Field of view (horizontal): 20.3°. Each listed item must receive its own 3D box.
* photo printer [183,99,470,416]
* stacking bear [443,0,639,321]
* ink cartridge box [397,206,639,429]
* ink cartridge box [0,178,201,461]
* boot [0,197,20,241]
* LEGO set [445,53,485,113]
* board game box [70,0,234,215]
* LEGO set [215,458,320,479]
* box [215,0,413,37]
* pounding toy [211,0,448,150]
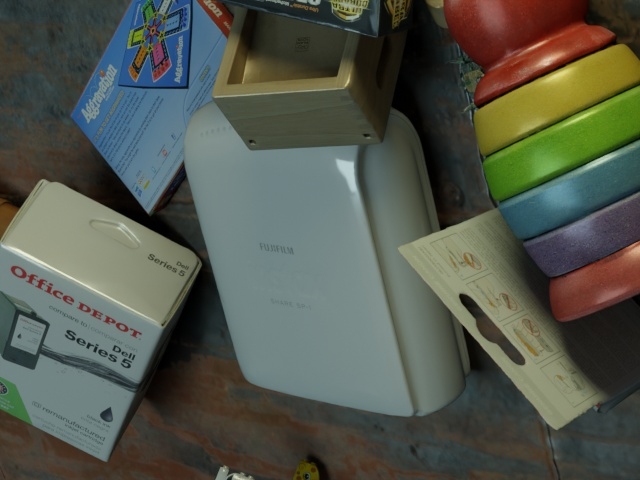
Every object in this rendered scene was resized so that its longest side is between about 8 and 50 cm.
[{"bbox_3d":[0.000,0.000,1.666,0.256,0.107,0.307,8,119,45],"label":"photo printer"},{"bbox_3d":[0.190,-0.099,1.367,0.175,0.164,0.289,-27,88,51],"label":"stacking bear"},{"bbox_3d":[0.165,0.063,1.427,0.189,0.232,0.066,49,128,14],"label":"ink cartridge box"},{"bbox_3d":[-0.269,0.092,1.963,0.198,0.114,0.273,27,137,0],"label":"ink cartridge box"},{"bbox_3d":[-0.361,-0.022,2.078,0.152,0.073,0.197,46,137,23],"label":"boot"},{"bbox_3d":[0.136,-0.145,1.500,0.054,0.023,0.083,47,127,13],"label":"LEGO set"},{"bbox_3d":[-0.161,-0.155,1.808,0.145,0.027,0.281,50,141,9],"label":"board game box"},{"bbox_3d":[-0.007,0.282,1.871,0.227,0.093,0.087,20,170,6],"label":"LEGO set"},{"bbox_3d":[-0.022,-0.271,1.446,0.220,0.051,0.175,17,113,34],"label":"box"},{"bbox_3d":[0.036,-0.174,1.517,0.206,0.181,0.094,-1,148,25],"label":"pounding toy"}]
